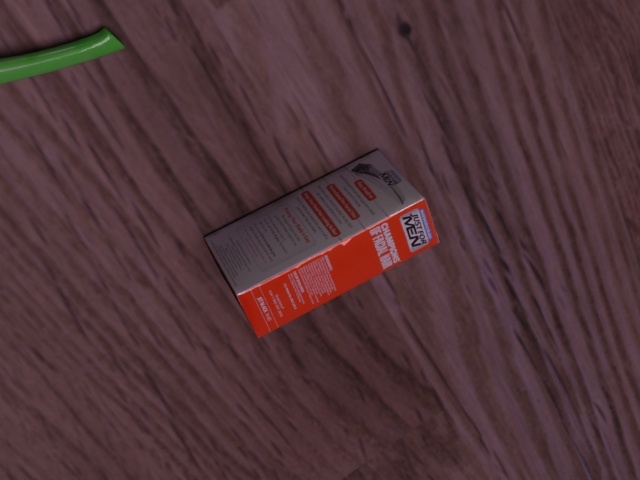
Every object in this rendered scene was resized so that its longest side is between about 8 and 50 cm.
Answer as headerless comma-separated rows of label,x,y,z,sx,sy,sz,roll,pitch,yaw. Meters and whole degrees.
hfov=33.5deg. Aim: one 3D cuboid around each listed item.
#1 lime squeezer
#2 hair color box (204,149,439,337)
lime squeezer,-0.285,-0.064,0.735,0.310,0.059,0.110,-44,157,3
hair color box,0.000,0.000,0.868,0.167,0.093,0.053,-28,127,-6
